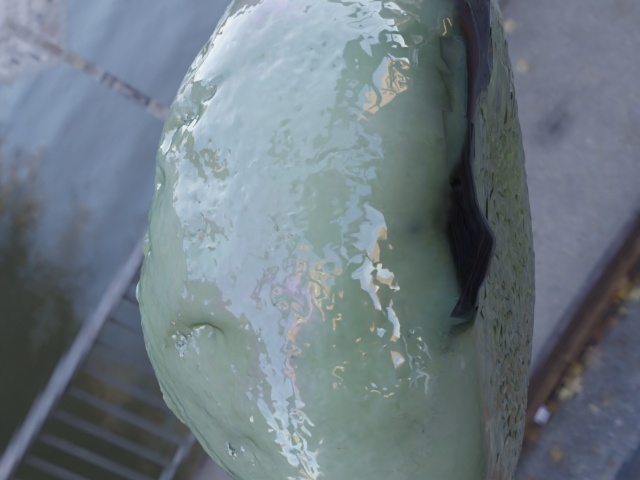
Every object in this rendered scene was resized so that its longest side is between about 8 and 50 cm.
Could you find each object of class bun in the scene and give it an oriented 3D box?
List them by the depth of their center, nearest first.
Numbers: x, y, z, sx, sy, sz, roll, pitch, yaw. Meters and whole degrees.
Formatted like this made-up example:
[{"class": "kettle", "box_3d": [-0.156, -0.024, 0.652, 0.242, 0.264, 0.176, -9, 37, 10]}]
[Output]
[{"class": "bun", "box_3d": [0.000, 0.000, 0.724, 0.179, 0.283, 0.283, -2, 58, 13]}]
